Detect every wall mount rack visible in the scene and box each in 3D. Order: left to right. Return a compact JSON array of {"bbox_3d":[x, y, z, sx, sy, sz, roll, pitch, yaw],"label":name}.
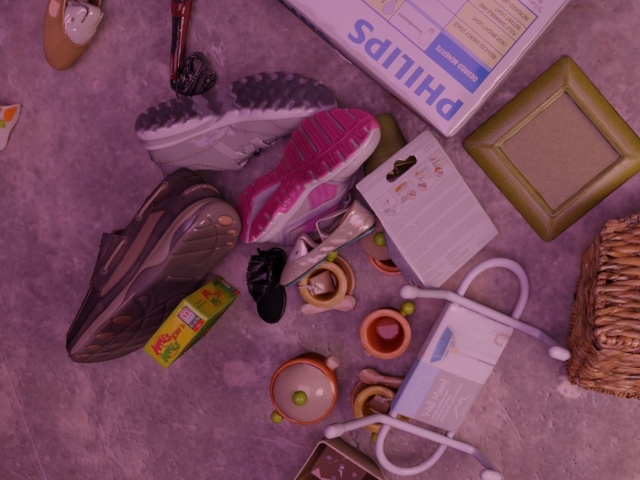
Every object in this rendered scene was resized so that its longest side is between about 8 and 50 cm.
[{"bbox_3d":[0.159,0.179,1.287,0.304,0.130,0.350,22,100,-25],"label":"wall mount rack"}]

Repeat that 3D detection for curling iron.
[{"bbox_3d":[-0.181,-0.334,1.366,0.068,0.035,0.273,2,99,5],"label":"curling iron"}]

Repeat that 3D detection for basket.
[{"bbox_3d":[0.493,0.091,1.289,0.299,0.223,0.213,6,66,8],"label":"basket"}]

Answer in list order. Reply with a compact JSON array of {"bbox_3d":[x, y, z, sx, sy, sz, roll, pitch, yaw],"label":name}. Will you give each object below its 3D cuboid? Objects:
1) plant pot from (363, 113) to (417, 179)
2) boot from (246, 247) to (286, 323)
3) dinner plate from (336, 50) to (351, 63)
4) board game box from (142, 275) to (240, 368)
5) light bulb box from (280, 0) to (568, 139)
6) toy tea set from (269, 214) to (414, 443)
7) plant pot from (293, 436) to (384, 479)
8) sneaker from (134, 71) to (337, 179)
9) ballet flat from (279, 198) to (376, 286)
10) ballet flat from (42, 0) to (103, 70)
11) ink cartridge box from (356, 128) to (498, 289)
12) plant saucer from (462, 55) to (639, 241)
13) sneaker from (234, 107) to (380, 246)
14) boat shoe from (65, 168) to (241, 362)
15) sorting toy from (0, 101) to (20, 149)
[{"bbox_3d":[0.087,-0.130,1.335,0.083,0.083,0.079,-18,82,11],"label":"plant pot"},{"bbox_3d":[-0.077,0.067,1.372,0.045,0.099,0.121,8,99,9],"label":"boot"},{"bbox_3d":[0.076,-0.308,1.337,0.141,0.017,0.141,1,98,8],"label":"dinner plate"},{"bbox_3d":[-0.177,0.110,1.352,0.043,0.181,0.092,41,102,2],"label":"board game box"},{"bbox_3d":[0.141,-0.370,1.199,0.358,0.225,0.361,41,97,2],"label":"light bulb box"},{"bbox_3d":[0.040,0.124,1.348,0.200,0.124,0.335,8,99,8],"label":"toy tea set"},{"bbox_3d":[0.025,0.343,1.396,0.109,0.096,0.109,33,102,3],"label":"plant pot"},{"bbox_3d":[-0.112,-0.157,1.365,0.281,0.105,0.115,-10,130,6],"label":"sneaker"},{"bbox_3d":[0.000,0.000,1.318,0.168,0.057,0.052,-35,103,19],"label":"ballet flat"},{"bbox_3d":[-0.335,-0.350,1.359,0.073,0.080,0.232,19,102,33],"label":"ballet flat"},{"bbox_3d":[0.138,-0.037,1.305,0.145,0.045,0.179,-39,98,-22],"label":"ink cartridge box"},{"bbox_3d":[0.321,-0.121,1.310,0.188,0.045,0.188,-41,90,12],"label":"plant saucer"},{"bbox_3d":[-0.003,-0.082,1.331,0.252,0.111,0.103,-41,52,27],"label":"sneaker"},{"bbox_3d":[-0.253,0.040,1.394,0.355,0.132,0.130,-45,59,22],"label":"boat shoe"},{"bbox_3d":[-0.495,-0.173,1.441,0.083,0.045,0.075,14,119,7],"label":"sorting toy"}]
